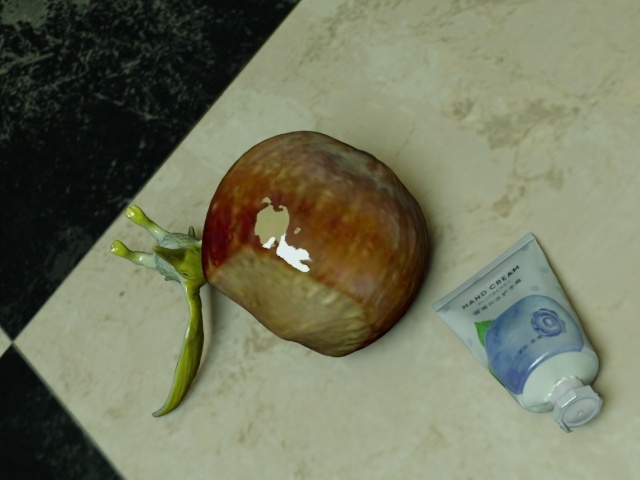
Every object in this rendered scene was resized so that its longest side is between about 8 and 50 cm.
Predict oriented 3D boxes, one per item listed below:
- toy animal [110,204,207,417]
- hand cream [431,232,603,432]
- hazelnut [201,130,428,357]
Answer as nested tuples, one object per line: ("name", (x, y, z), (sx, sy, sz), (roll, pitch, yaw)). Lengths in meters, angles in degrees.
("toy animal", (-0.109, 0.017, 0.741), (0.095, 0.155, 0.219), (24, 85, 27))
("hand cream", (0.129, 0.059, 0.638), (0.084, 0.053, 0.142), (-37, 42, 8))
("hazelnut", (0.000, 0.000, 0.675), (0.143, 0.154, 0.143), (-51, 13, 17))
